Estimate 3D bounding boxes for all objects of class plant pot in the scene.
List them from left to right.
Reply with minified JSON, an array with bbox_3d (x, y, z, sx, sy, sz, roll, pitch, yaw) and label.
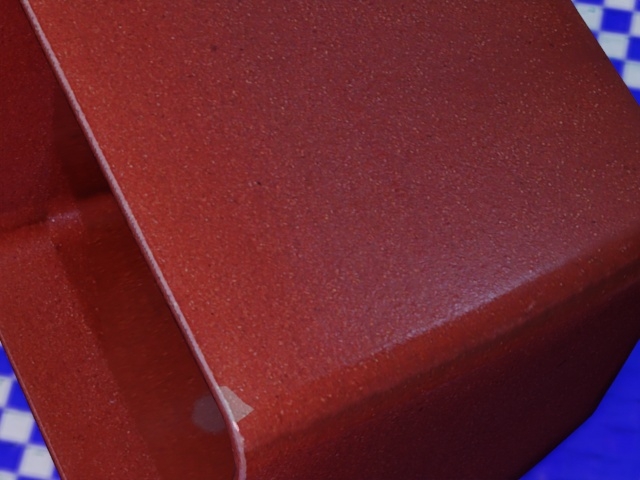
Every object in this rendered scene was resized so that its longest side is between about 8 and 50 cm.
[{"bbox_3d":[0.000,0.000,0.816,0.235,0.267,0.267,-18,63,-22],"label":"plant pot"}]
